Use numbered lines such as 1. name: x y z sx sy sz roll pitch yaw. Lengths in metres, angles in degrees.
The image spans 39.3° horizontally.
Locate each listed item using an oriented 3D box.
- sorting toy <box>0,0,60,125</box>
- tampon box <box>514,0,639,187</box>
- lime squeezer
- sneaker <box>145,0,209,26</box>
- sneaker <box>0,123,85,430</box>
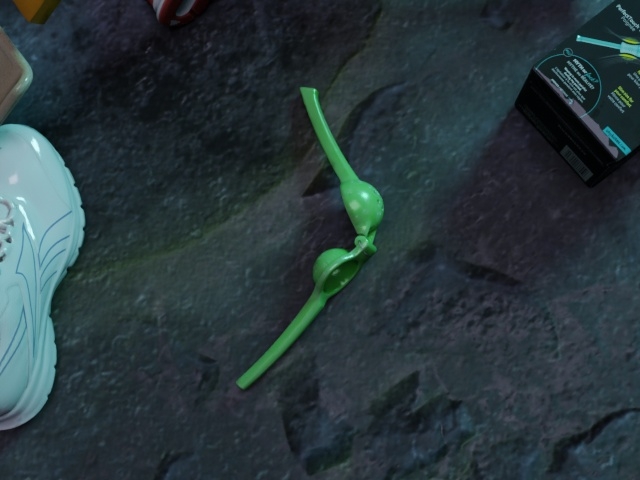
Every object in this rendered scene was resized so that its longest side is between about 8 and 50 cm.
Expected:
1. sorting toy: -0.364 -0.193 0.854 0.307 0.041 0.229 -44 74 26
2. tampon box: 0.291 -0.153 0.856 0.161 0.101 0.120 -38 81 -5
3. lime squeezer: 0.000 0.000 0.868 0.110 0.059 0.310 11 81 5
4. sneaker: -0.131 -0.337 0.893 0.128 0.087 0.221 48 111 15
5. sneaker: -0.298 0.027 0.843 0.111 0.129 0.296 -1 78 6
